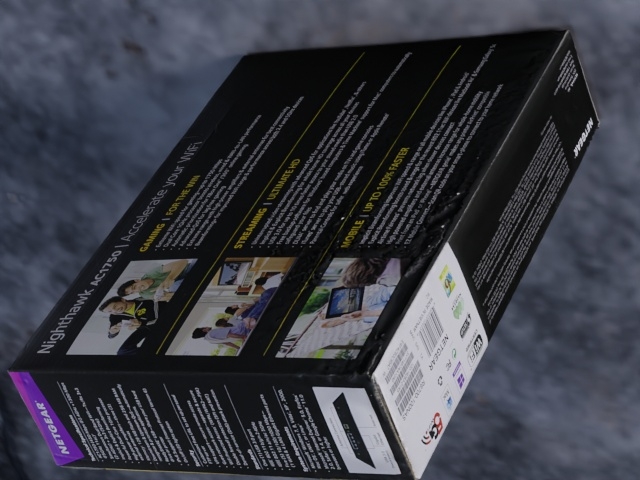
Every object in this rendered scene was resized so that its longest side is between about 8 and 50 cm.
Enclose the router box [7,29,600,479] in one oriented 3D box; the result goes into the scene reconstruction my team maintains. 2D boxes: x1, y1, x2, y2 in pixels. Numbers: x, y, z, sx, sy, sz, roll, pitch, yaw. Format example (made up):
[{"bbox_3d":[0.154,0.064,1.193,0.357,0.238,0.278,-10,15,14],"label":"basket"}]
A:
[{"bbox_3d":[0.000,0.000,0.637,0.133,0.179,0.046,-1,128,31],"label":"router box"}]
